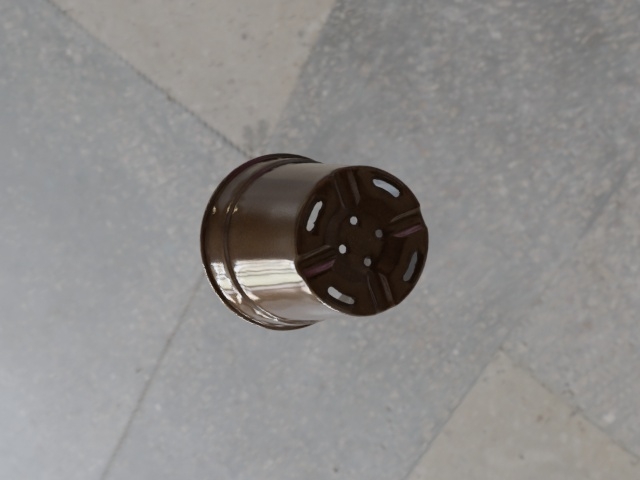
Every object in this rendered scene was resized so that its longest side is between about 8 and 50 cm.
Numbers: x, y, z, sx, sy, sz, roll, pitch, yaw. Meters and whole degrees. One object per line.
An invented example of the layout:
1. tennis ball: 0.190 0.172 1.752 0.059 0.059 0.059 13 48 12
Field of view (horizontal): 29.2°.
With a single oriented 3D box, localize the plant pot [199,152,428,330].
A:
1. plant pot: 0.000 0.000 1.073 0.165 0.167 0.167 -2 111 65
